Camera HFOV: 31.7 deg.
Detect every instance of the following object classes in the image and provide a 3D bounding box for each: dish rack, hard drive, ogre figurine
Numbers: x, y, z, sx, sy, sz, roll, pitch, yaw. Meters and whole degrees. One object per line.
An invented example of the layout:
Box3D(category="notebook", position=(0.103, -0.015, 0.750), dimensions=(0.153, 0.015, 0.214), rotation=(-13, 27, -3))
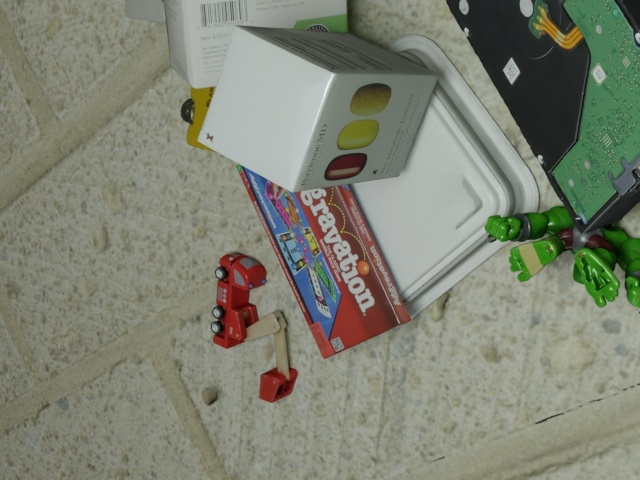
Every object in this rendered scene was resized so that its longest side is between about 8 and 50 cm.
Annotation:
Box3D(category="dish rack", position=(0.083, -0.059, 1.420), dimensions=(0.333, 0.072, 0.285), rotation=(-44, 75, 39))
Box3D(category="hard drive", position=(0.258, -0.206, 1.155), dimensions=(0.339, 0.064, 0.237), rotation=(64, 156, 20))
Box3D(category="ogre figurine", position=(0.293, 0.010, 1.238), dimensions=(0.197, 0.118, 0.097), rotation=(6, 111, 39))

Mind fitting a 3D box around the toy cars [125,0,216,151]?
Box3D(category="toy cars", position=(-0.167, -0.307, 1.544), dimensions=(0.176, 0.087, 0.394), rotation=(-33, 78, 35))

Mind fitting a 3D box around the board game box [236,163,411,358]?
Box3D(category="board game box", position=(0.000, 0.000, 1.442), dimensions=(0.145, 0.027, 0.281), rotation=(-29, 84, 40))

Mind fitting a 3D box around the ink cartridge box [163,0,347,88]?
Box3D(category="ink cartridge box", position=(-0.085, -0.375, 1.329), dimensions=(0.119, 0.207, 0.353), rotation=(-131, 34, -58))

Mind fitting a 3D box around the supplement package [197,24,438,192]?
Box3D(category="supplement package", position=(0.002, -0.147, 1.246), dimensions=(0.134, 0.244, 0.139), rotation=(29, 111, 24))

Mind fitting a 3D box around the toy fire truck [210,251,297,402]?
Box3D(category="toy fire truck", position=(-0.093, 0.123, 1.627), dimensions=(0.135, 0.047, 0.192), rotation=(20, 113, 33))
